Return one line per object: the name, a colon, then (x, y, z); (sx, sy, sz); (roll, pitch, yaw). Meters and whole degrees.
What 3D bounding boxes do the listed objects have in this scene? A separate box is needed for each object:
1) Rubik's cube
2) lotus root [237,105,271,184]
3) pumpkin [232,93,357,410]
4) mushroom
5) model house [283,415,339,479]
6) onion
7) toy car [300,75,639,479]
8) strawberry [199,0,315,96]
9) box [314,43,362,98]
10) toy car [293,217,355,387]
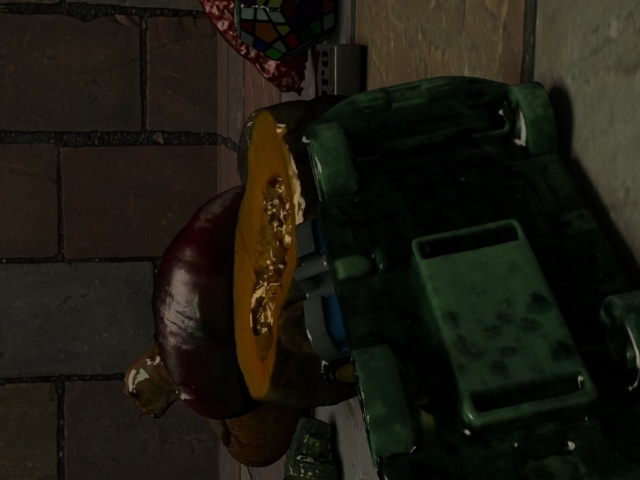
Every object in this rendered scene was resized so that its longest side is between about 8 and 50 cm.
Rubik's cube: (-0.042, -0.271, 1.204); (0.112, 0.133, 0.133); (62, 171, -5)
lotus root: (-0.073, -0.107, 1.470); (0.192, 0.088, 0.113); (108, 152, -61)
pumpkin: (0.000, 0.000, 0.926); (0.317, 0.139, 0.222); (100, 163, -50)
mushroom: (-0.113, 0.178, 1.451); (0.267, 0.254, 0.267); (23, 119, 49)
model house: (-0.005, 0.248, 1.228); (0.079, 0.066, 0.083); (86, -164, -64)
onion: (-0.108, 0.063, 1.160); (0.272, 0.195, 0.272); (-30, -55, -56)
toy car: (0.076, 0.029, 0.534); (0.306, 0.136, 0.125); (-104, 2, -52)
strawberry: (-0.075, -0.301, 1.309); (0.098, 0.174, 0.228); (-39, 52, 36)
box: (0.018, -0.117, 1.102); (0.115, 0.036, 0.177); (-131, 41, -75)
toy car: (0.058, 0.051, 0.684); (0.191, 0.100, 0.097); (47, -151, -51)
